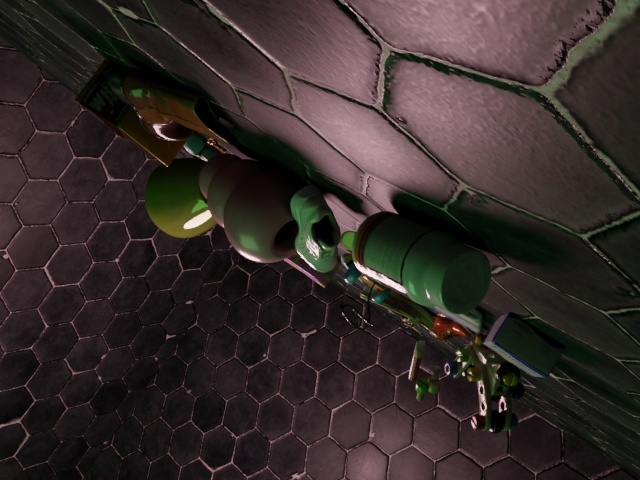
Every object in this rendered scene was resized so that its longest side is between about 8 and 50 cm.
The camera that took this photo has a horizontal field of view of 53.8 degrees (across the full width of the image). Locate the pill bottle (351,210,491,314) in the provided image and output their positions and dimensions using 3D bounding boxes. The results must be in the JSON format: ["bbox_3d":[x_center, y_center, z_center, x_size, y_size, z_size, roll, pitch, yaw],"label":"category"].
[{"bbox_3d":[0.156,0.033,1.001,0.121,0.121,0.221,39,173,-35],"label":"pill bottle"}]

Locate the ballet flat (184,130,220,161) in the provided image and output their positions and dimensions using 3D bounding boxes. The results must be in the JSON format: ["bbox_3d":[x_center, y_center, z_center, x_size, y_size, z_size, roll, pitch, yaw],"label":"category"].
[{"bbox_3d":[-0.336,-0.258,1.730,0.052,0.057,0.168,42,179,31],"label":"ballet flat"}]

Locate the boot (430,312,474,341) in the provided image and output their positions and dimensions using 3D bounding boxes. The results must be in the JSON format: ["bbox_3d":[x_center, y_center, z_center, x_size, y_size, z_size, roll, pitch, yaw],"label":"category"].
[{"bbox_3d":[0.376,0.260,1.806,0.059,0.085,0.158,39,172,-22],"label":"boot"}]

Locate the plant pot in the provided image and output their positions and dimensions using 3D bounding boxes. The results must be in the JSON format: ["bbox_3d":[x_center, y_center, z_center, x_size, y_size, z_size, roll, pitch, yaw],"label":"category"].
[{"bbox_3d":[-0.390,-0.152,2.043,0.274,0.275,0.293,37,159,-26],"label":"plant pot"}]

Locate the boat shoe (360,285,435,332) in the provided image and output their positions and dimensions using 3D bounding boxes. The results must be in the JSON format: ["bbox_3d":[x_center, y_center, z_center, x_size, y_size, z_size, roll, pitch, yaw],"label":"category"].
[{"bbox_3d":[0.266,0.227,2.104,0.285,0.089,0.104,34,174,-1],"label":"boat shoe"}]

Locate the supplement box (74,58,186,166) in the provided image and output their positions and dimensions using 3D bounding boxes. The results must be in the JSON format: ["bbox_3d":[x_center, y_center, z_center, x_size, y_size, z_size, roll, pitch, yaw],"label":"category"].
[{"bbox_3d":[-0.452,-0.313,1.555,0.194,0.129,0.191,31,173,29],"label":"supplement box"}]

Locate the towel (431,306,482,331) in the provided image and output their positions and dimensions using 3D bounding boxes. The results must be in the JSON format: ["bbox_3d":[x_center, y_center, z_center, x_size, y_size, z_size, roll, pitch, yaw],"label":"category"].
[{"bbox_3d":[0.315,0.160,1.586,0.209,0.034,0.285,30,175,20],"label":"towel"}]

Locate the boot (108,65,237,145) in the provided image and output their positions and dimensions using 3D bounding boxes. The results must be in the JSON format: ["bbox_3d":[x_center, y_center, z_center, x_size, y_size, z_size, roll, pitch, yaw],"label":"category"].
[{"bbox_3d":[-0.282,-0.267,1.365,0.280,0.096,0.264,23,162,29],"label":"boot"}]

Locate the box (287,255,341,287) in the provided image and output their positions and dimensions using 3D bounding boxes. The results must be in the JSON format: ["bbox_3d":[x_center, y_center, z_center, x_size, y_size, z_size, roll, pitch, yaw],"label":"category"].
[{"bbox_3d":[-0.065,0.050,2.392,0.243,0.117,0.213,32,174,17],"label":"box"}]

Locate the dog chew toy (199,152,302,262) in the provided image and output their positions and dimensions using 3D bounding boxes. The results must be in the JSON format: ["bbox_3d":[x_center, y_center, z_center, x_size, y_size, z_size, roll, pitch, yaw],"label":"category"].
[{"bbox_3d":[-0.169,-0.094,1.471,0.332,0.207,0.206,40,178,35],"label":"dog chew toy"}]

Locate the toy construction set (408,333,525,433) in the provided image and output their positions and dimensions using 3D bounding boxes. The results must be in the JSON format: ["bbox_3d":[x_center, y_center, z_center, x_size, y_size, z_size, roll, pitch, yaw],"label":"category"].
[{"bbox_3d":[0.391,0.316,1.616,0.308,0.237,0.257,11,-147,10],"label":"toy construction set"}]

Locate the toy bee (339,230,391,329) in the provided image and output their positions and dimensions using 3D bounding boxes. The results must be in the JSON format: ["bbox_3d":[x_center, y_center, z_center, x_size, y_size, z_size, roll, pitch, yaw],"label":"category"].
[{"bbox_3d":[0.140,0.060,1.331,0.195,0.162,0.298,29,-158,-26],"label":"toy bee"}]

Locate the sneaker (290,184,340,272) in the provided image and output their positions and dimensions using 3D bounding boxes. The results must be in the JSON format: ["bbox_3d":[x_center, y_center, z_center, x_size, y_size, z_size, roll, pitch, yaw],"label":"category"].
[{"bbox_3d":[0.000,0.000,1.344,0.115,0.090,0.232,51,164,43],"label":"sneaker"}]

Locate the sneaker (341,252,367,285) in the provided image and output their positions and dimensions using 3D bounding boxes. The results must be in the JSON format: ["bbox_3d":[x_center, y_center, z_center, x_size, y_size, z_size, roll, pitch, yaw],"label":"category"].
[{"bbox_3d":[0.120,0.088,2.000,0.144,0.053,0.059,47,169,-24],"label":"sneaker"}]

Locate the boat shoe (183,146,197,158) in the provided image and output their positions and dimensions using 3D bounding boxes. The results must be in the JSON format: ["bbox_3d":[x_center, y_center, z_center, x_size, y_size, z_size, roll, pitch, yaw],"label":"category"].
[{"bbox_3d":[-0.404,-0.293,1.885,0.049,0.042,0.133,31,172,47],"label":"boat shoe"}]

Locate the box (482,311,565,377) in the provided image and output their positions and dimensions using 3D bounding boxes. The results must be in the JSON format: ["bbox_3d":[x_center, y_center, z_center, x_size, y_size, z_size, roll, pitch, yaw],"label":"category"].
[{"bbox_3d":[0.411,0.215,1.291,0.126,0.072,0.137,33,173,11],"label":"box"}]

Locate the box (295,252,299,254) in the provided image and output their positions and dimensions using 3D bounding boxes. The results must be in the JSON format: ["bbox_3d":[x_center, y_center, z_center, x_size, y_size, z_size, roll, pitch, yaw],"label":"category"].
[{"bbox_3d":[-0.049,0.004,1.864,0.087,0.058,0.232,32,-167,33],"label":"box"}]

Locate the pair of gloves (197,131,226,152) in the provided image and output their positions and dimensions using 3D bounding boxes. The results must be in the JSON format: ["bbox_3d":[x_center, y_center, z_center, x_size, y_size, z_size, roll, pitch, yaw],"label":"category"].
[{"bbox_3d":[-0.285,-0.257,1.653,0.074,0.010,0.083,31,172,33],"label":"pair of gloves"}]
